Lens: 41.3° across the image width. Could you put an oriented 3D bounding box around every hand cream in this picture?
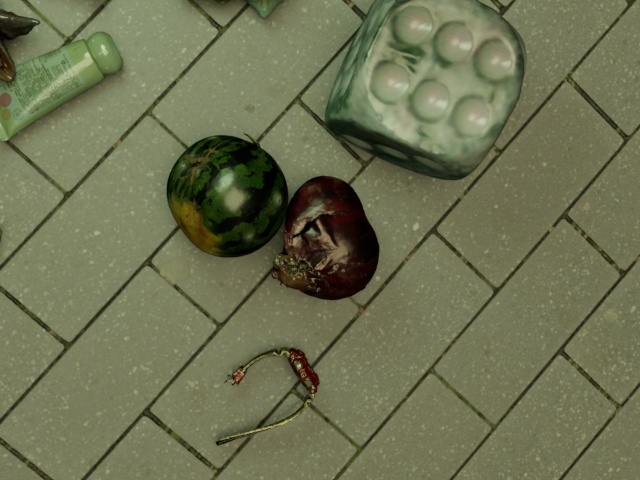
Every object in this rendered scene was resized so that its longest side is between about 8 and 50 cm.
[{"bbox_3d":[-0.567,-0.339,1.793,0.306,0.093,0.147,-28,88,-7],"label":"hand cream"}]

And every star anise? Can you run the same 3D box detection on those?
[{"bbox_3d":[-0.725,-0.456,1.741,0.315,0.108,0.315,0,82,1],"label":"star anise"}]

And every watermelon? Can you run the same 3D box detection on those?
[{"bbox_3d":[-0.191,-0.091,1.791,0.269,0.269,0.269,0,93,-11],"label":"watermelon"}]

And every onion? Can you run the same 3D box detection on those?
[{"bbox_3d":[0.016,-0.006,1.856,0.281,0.221,0.281,-2,93,-39],"label":"onion"}]

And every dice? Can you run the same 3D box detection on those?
[{"bbox_3d":[0.220,-0.335,1.817,0.328,0.348,0.330,23,87,-9],"label":"dice"}]

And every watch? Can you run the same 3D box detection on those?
[{"bbox_3d":[-0.134,0.346,1.916,0.268,0.102,0.165,-22,89,0],"label":"watch"}]

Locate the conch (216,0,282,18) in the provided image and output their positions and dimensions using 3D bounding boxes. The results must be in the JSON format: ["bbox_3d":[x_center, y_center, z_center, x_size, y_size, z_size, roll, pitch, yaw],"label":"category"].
[{"bbox_3d":[-0.135,-0.585,1.833,0.386,0.169,0.203,-13,120,-8],"label":"conch"}]

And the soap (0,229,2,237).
[{"bbox_3d":[-0.765,0.055,1.781,0.135,0.076,0.233,16,88,-11],"label":"soap"}]
